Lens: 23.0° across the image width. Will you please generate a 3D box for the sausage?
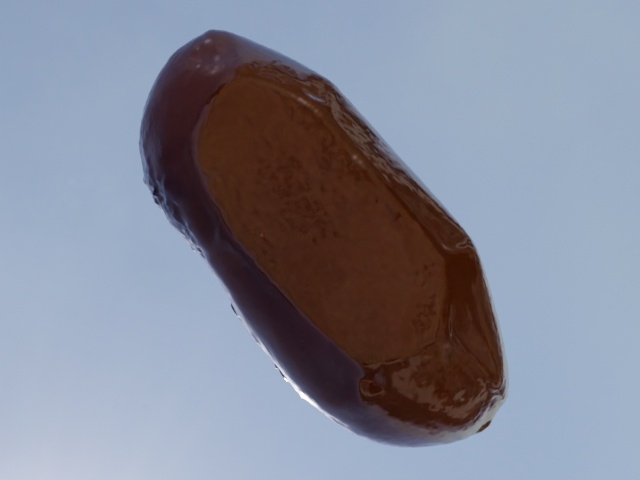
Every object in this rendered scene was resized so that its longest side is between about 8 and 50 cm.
[{"bbox_3d":[0.000,0.000,0.573,0.179,0.089,0.089,48,-150,11],"label":"sausage"}]
